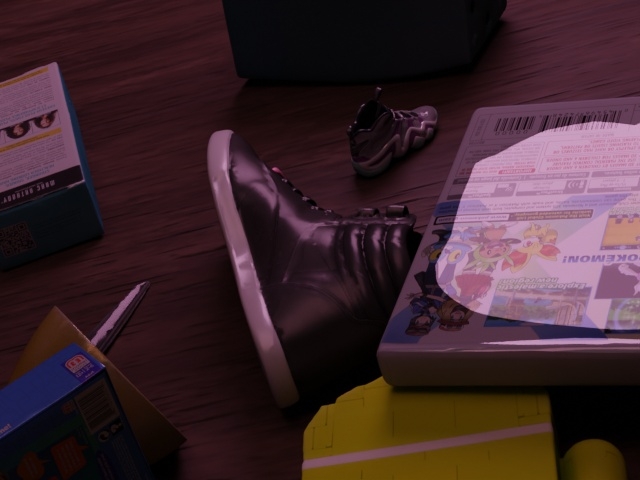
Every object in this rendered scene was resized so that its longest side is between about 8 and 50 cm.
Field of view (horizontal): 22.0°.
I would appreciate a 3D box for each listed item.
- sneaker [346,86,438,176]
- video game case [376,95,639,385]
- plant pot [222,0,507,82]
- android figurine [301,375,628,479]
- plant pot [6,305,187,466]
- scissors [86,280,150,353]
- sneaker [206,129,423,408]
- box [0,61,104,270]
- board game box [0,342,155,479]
[{"bbox_3d":[0.061,-0.106,1.415,0.038,0.069,0.098,20,50,41],"label":"sneaker"},{"bbox_3d":[0.232,-0.009,1.134,0.329,0.036,0.300,-2,37,23],"label":"video game case"},{"bbox_3d":[0.047,-0.248,1.548,0.234,0.166,0.165,11,43,23],"label":"plant pot"},{"bbox_3d":[0.071,0.173,1.039,0.248,0.056,0.273,-11,36,10],"label":"android figurine"},{"bbox_3d":[-0.175,0.127,1.162,0.095,0.134,0.134,-44,40,-9],"label":"plant pot"},{"bbox_3d":[-0.201,0.126,1.256,0.109,0.021,0.297,29,44,28],"label":"scissors"},{"bbox_3d":[0.000,0.001,1.275,0.147,0.105,0.296,-18,41,-3],"label":"sneaker"},{"bbox_3d":[-0.269,-0.075,1.525,0.100,0.060,0.244,-20,35,-2],"label":"box"},{"bbox_3d":[-0.207,0.188,1.051,0.210,0.160,0.047,-34,37,-23],"label":"board game box"}]
